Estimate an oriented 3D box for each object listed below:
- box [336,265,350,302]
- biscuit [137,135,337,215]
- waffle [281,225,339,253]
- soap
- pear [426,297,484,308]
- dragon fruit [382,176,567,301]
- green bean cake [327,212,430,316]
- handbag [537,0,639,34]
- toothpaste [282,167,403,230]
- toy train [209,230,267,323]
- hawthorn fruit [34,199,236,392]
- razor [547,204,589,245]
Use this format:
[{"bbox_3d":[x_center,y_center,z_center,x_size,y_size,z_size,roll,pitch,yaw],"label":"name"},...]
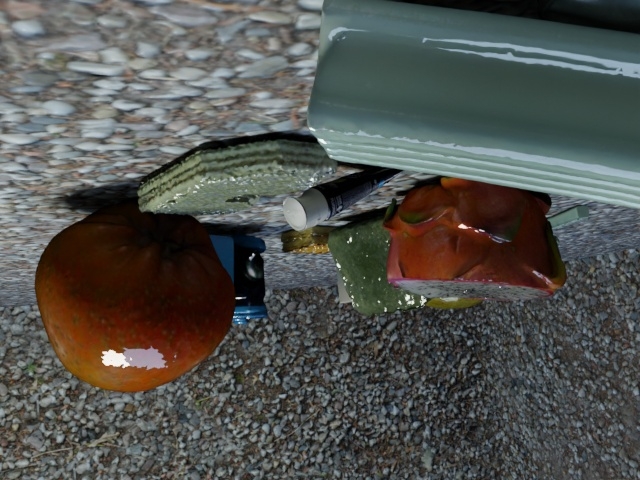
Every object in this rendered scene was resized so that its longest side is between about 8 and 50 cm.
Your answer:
[{"bbox_3d":[0.111,0.052,1.510,0.067,0.155,0.243,-1,170,-24],"label":"box"},{"bbox_3d":[-0.105,-0.071,0.823,0.147,0.046,0.250,1,170,-38],"label":"biscuit"},{"bbox_3d":[0.000,0.000,1.451,0.102,0.042,0.148,-15,168,43],"label":"waffle"},{"bbox_3d":[0.133,-0.082,0.453,0.265,0.088,0.160,10,-179,6],"label":"soap"},{"bbox_3d":[0.294,0.061,1.577,0.228,0.188,0.211,2,172,-33],"label":"pear"},{"bbox_3d":[0.233,-0.008,1.099,0.290,0.189,0.290,2,169,0],"label":"dragon fruit"},{"bbox_3d":[0.123,0.043,1.311,0.183,0.185,0.094,-15,-174,42],"label":"green bean cake"},{"bbox_3d":[0.288,-0.152,0.430,0.332,0.075,0.191,5,165,-40],"label":"handbag"},{"bbox_3d":[0.036,-0.065,0.891,0.193,0.045,0.071,-26,-173,-36],"label":"toothpaste"},{"bbox_3d":[-0.254,0.077,1.347,0.265,0.188,0.300,7,167,-42],"label":"toy train"},{"bbox_3d":[-0.276,0.101,0.999,0.276,0.298,0.277,19,-152,-11],"label":"hawthorn fruit"},{"bbox_3d":[0.541,-0.037,1.592,0.111,0.056,0.278,-6,166,-6],"label":"razor"}]
